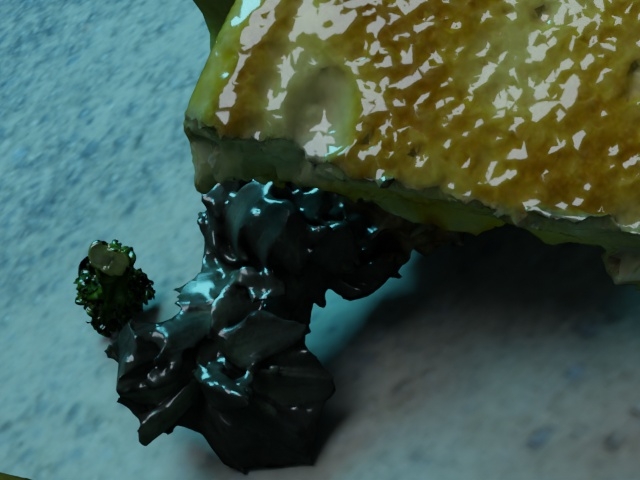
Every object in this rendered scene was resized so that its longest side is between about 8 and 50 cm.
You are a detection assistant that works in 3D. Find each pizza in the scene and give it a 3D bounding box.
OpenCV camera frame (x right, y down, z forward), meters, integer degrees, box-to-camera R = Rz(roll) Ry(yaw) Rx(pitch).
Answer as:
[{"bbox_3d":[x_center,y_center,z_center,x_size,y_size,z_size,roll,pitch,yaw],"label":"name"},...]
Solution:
[{"bbox_3d":[0.103,-0.056,0.566,0.280,0.075,0.288,-42,76,2],"label":"pizza"}]

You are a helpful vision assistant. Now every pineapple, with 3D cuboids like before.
[{"bbox_3d":[0.000,0.000,0.656,0.237,0.111,0.119,-47,19,-3],"label":"pineapple"}]

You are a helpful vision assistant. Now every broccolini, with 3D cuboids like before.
[{"bbox_3d":[-0.099,0.022,0.685,0.042,0.044,0.218,-32,2,-7],"label":"broccolini"}]

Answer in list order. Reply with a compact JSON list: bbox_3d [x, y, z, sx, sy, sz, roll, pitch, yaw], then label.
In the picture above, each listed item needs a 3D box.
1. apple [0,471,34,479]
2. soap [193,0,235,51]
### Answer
[{"bbox_3d":[-0.128,0.205,0.394,0.250,0.277,0.309,-4,56,8],"label":"apple"},{"bbox_3d":[0.086,-0.229,0.801,0.335,0.156,0.293,3,51,39],"label":"soap"}]
